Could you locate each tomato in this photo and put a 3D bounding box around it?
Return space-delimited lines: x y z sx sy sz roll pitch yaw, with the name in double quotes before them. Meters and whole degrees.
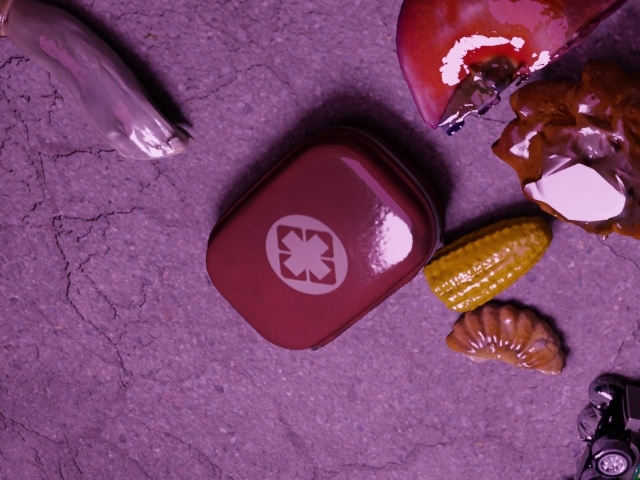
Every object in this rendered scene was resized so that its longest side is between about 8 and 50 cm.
"tomato" 0.217 -0.301 1.763 0.335 0.289 0.176 -33 103 39

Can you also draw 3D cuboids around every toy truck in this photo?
"toy truck" 0.461 0.363 2.196 0.178 0.176 0.363 14 127 -2

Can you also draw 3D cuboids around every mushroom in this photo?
"mushroom" -0.340 -0.244 2.165 0.351 0.097 0.109 44 126 -5

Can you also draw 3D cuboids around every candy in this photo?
"candy" 0.247 0.024 2.092 0.199 0.106 0.094 -33 148 33

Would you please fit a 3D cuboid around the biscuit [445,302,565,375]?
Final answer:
"biscuit" 0.278 0.153 2.194 0.183 0.061 0.118 14 125 15

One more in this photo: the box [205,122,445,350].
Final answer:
"box" 0.000 0.000 2.165 0.263 0.108 0.404 45 128 -4

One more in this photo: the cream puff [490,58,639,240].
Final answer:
"cream puff" 0.368 -0.113 1.911 0.241 0.155 0.269 -30 105 35
